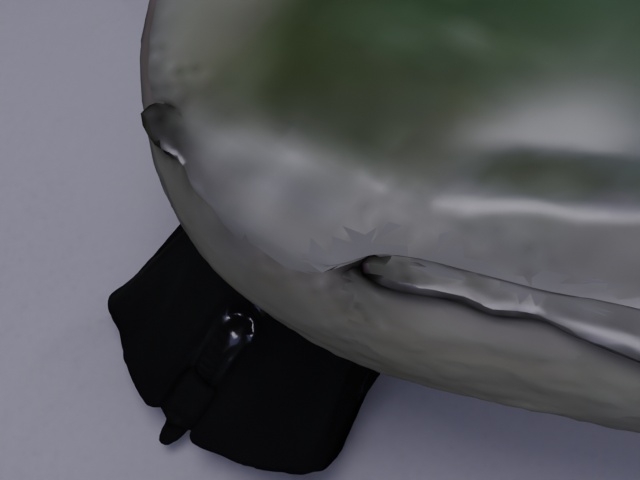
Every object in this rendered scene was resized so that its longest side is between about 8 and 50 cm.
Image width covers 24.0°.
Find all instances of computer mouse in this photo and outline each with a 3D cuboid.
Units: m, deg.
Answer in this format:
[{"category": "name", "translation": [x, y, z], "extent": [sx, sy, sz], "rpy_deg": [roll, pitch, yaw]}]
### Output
[{"category": "computer mouse", "translation": [0.000, 0.000, 0.763], "extent": [0.147, 0.088, 0.264], "rpy_deg": [36, 88, 13]}]

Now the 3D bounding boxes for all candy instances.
[{"category": "candy", "translation": [0.157, -0.083, 0.642], "extent": [0.427, 0.186, 0.386], "rpy_deg": [21, 69, 20]}]
